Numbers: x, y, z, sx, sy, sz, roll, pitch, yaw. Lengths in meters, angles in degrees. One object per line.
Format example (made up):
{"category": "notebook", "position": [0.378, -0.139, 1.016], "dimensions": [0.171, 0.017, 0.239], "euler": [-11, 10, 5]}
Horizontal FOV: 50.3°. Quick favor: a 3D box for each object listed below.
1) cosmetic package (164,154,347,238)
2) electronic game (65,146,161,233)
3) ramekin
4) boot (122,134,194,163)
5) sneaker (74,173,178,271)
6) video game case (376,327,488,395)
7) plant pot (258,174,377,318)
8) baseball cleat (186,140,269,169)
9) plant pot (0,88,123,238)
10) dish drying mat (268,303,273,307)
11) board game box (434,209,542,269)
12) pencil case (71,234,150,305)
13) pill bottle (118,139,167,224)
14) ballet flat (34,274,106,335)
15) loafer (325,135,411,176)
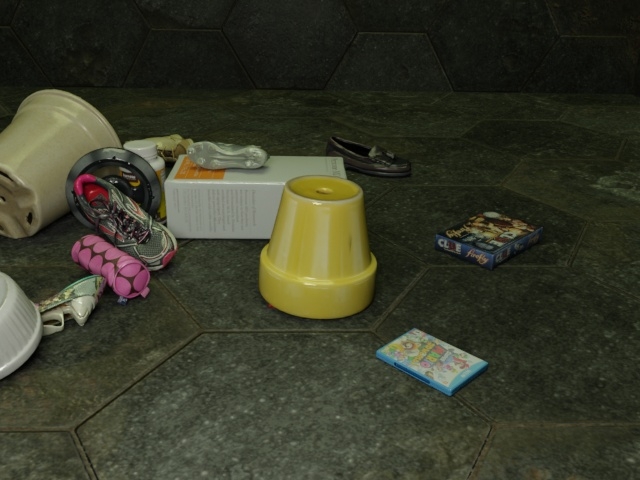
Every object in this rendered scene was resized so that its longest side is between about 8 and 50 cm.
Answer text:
{"category": "cosmetic package", "position": [-0.161, -0.117, 1.791], "dimensions": [0.453, 0.162, 0.230], "euler": [1, 24, -3]}
{"category": "electronic game", "position": [-0.513, -0.119, 1.692], "dimensions": [0.229, 0.229, 0.048], "euler": [-3, 23, -10]}
{"category": "ramekin", "position": [-0.602, 0.142, 1.177], "dimensions": [0.207, 0.109, 0.207], "euler": [-3, 42, 3]}
{"category": "boot", "position": [-0.526, -0.286, 2.229], "dimensions": [0.203, 0.095, 0.262], "euler": [-12, 25, -28]}
{"category": "sneaker", "position": [-0.455, -0.038, 1.559], "dimensions": [0.299, 0.112, 0.121], "euler": [35, 74, 17]}
{"category": "video game case", "position": [0.202, 0.217, 1.239], "dimensions": [0.166, 0.015, 0.119], "euler": [23, 32, 39]}
{"category": "plant pot", "position": [0.000, 0.000, 1.429], "dimensions": [0.253, 0.239, 0.254], "euler": [4, 24, -2]}
{"category": "baseball cleat", "position": [-0.233, -0.214, 1.744], "dimensions": [0.205, 0.072, 0.109], "euler": [9, 11, 6]}
{"category": "plant pot", "position": [-0.729, -0.173, 1.755], "dimensions": [0.333, 0.334, 0.305], "euler": [8, 36, 15]}
{"category": "dish drying mat", "position": [-0.093, 0.121, 1.446], "dimensions": [0.032, 0.008, 0.083], "euler": [1, 25, -3]}
{"category": "board game box", "position": [0.426, -0.007, 1.716], "dimensions": [0.165, 0.042, 0.243], "euler": [22, 32, 39]}
{"category": "pencil case", "position": [-0.454, 0.058, 1.475], "dimensions": [0.209, 0.098, 0.095], "euler": [26, 79, 43]}
{"category": "pill bottle", "position": [-0.461, -0.147, 1.775], "dimensions": [0.117, 0.215, 0.117], "euler": [1, 24, 0]}
{"category": "ballet flat", "position": [-0.505, 0.141, 1.321], "dimensions": [0.221, 0.077, 0.079], "euler": [-24, 52, -35]}
{"category": "loafer", "position": [0.154, -0.278, 2.245], "dimensions": [0.302, 0.095, 0.109], "euler": [11, 26, 21]}
